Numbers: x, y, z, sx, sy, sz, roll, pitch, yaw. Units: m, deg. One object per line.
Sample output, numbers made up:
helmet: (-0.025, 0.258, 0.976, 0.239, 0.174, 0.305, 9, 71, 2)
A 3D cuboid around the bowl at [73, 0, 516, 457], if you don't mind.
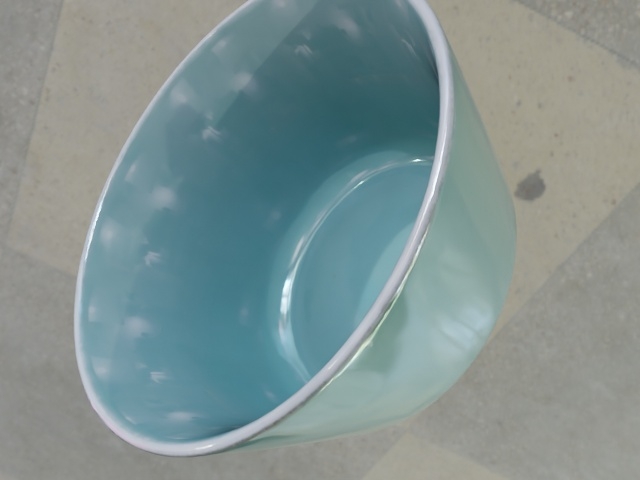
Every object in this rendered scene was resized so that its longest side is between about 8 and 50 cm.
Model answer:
bowl: (0.000, 0.000, 0.565, 0.311, 0.312, 0.163, -27, 140, 33)
